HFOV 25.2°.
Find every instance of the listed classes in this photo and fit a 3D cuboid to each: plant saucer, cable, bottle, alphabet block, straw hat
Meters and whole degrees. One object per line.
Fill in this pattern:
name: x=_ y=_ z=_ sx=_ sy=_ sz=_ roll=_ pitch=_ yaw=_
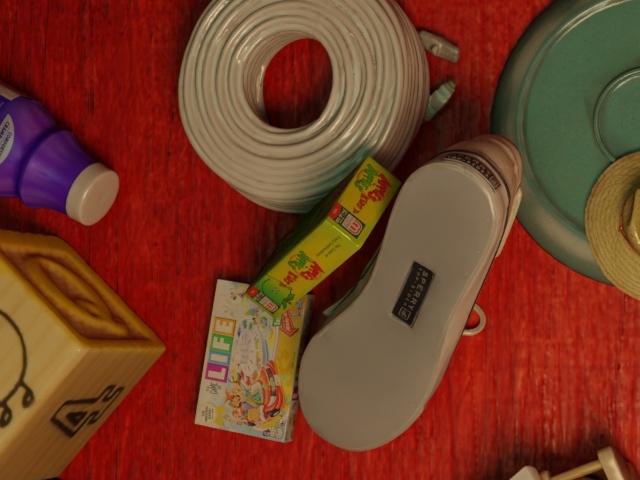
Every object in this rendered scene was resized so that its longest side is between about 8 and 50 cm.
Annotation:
plant saucer: x=0.312 y=-0.111 z=1.352 sx=0.317 sy=0.043 sz=0.318 roll=-1 pitch=87 yaw=20
cable: x=-0.020 y=-0.155 z=1.449 sx=0.257 sy=0.089 sz=0.257 roll=38 pitch=100 yaw=18
bottle: x=-0.350 y=-0.108 z=1.564 sx=0.283 sy=0.092 sz=0.118 roll=30 pitch=96 yaw=19
alphabet block: x=-0.316 y=0.121 z=1.486 sx=0.192 sy=0.193 sz=0.197 roll=42 pitch=101 yaw=16
straw hat: x=0.303 y=-0.016 z=1.294 sx=0.144 sy=0.061 sz=0.145 roll=-1 pitch=87 yaw=21

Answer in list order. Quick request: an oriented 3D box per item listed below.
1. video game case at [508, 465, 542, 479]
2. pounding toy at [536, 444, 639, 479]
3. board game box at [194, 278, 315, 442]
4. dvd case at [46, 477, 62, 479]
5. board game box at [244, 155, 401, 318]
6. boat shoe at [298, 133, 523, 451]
video game case: x=0.166 y=0.305 z=1.280 sx=0.157 sy=0.019 sz=0.143 roll=-47 pitch=48 yaw=26
pounding toy: x=0.249 y=0.335 z=1.287 sx=0.154 sy=0.154 sz=0.270 roll=-24 pitch=78 yaw=17
board game box: x=-0.068 y=0.124 z=1.482 sx=0.103 sy=0.026 sz=0.154 roll=8 pitch=90 yaw=21
dvd case: x=-0.360 y=0.364 z=1.572 sx=0.179 sy=0.029 sz=0.239 roll=15 pitch=92 yaw=20
board game box: x=0.000 y=0.000 z=1.379 sx=0.043 sy=0.092 sz=0.181 roll=39 pitch=144 yaw=-7
boat shoe: x=0.096 y=0.043 z=1.377 sx=0.136 sy=0.156 sz=0.367 roll=32 pitch=126 yaw=14
